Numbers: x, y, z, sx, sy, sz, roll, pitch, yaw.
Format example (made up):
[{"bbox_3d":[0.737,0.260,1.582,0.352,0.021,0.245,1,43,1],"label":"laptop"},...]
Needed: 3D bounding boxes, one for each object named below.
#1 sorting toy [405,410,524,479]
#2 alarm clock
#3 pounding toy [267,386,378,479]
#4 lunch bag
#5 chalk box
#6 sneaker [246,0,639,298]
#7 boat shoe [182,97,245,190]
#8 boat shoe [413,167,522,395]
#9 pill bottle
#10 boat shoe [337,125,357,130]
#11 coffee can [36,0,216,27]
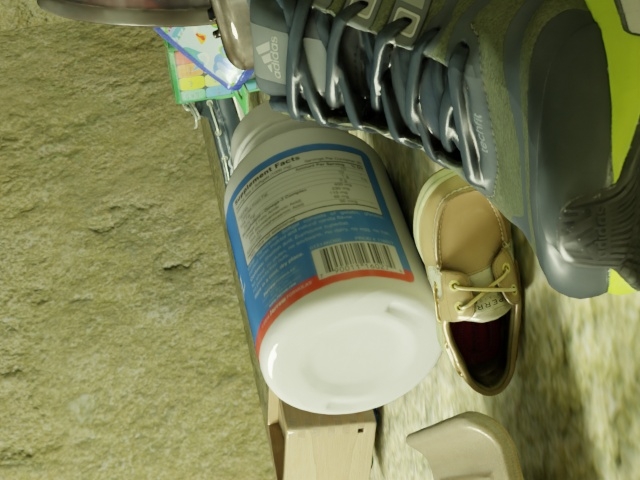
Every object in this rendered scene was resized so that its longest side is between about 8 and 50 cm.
[{"bbox_3d":[0.103,0.183,0.614,0.348,0.047,0.196,111,144,-77],"label":"sorting toy"},{"bbox_3d":[-0.054,-0.179,0.880,0.192,0.064,0.129,-113,7,-46],"label":"alarm clock"},{"bbox_3d":[0.000,0.127,1.153,0.181,0.094,0.206,-104,14,-51],"label":"pounding toy"},{"bbox_3d":[-0.098,-0.244,1.202,0.151,0.096,0.129,50,127,20],"label":"lunch bag"},{"bbox_3d":[-0.114,-0.239,1.349,0.132,0.132,0.213,97,161,-68],"label":"chalk box"},{"bbox_3d":[0.038,-0.067,0.462,0.300,0.121,0.111,-113,15,-60],"label":"sneaker"},{"bbox_3d":[-0.148,-0.184,1.692,0.095,0.079,0.254,-122,9,-73],"label":"boat shoe"},{"bbox_3d":[0.078,0.022,0.589,0.045,0.050,0.135,-113,5,-47],"label":"boat shoe"},{"bbox_3d":[0.000,0.000,0.839,0.221,0.124,0.124,-107,10,-46],"label":"pill bottle"},{"bbox_3d":[-0.004,-0.193,0.683,0.102,0.108,0.301,-107,8,-45],"label":"boat shoe"},{"bbox_3d":[-0.143,-0.336,1.019,0.201,0.201,0.275,-117,27,-66],"label":"coffee can"}]
